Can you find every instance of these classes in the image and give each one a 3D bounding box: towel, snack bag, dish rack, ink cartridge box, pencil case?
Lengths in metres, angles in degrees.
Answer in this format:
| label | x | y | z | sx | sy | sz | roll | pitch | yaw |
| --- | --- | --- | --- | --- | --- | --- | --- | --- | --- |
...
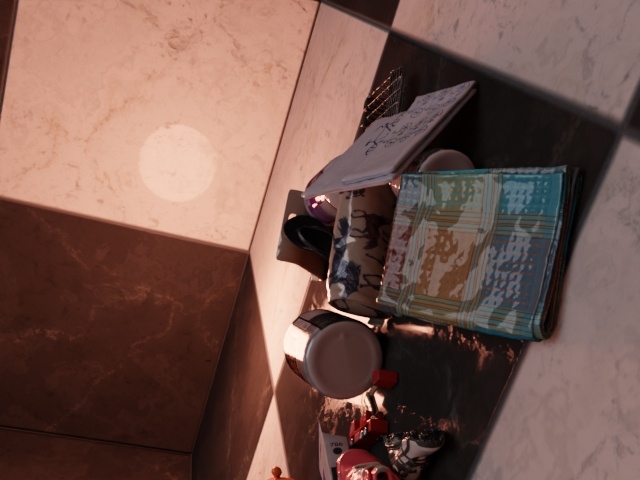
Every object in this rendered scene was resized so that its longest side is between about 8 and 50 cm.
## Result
| label | x | y | z | sx | sy | sz | roll | pitch | yaw |
| --- | --- | --- | --- | --- | --- | --- | --- | --- | --- |
| towel | 0.244 | 0.011 | 1.213 | 0.370 | 0.040 | 0.272 | 5 | 82 | 52 |
| snack bag | 0.141 | -0.215 | 1.588 | 0.323 | 0.037 | 0.342 | -47 | 21 | -26 |
| dish rack | 0.178 | -0.340 | 1.983 | 0.271 | 0.074 | 0.209 | 147 | 132 | -68 |
| ink cartridge box | 0.046 | 0.569 | 1.624 | 0.333 | 0.065 | 0.166 | -107 | 14 | -59 |
| pencil case | 0.117 | -0.008 | 1.754 | 0.159 | 0.183 | 0.411 | -9 | 66 | 42 |

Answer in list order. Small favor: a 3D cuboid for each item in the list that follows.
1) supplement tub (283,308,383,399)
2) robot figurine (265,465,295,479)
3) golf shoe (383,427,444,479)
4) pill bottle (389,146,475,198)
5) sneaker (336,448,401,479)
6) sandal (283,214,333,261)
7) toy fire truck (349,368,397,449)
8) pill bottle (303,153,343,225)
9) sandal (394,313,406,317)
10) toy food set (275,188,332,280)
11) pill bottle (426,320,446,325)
| label | x | y | z | sx | sy | sz | roll | pitch | yaw |
| --- | --- | --- | --- | --- | --- | --- | --- | --- | --- |
| supplement tub | 0.019 | 0.273 | 1.810 | 0.316 | 0.193 | 0.194 | 178 | 104 | -76 |
| robot figurine | -0.112 | 0.728 | 2.042 | 0.158 | 0.128 | 0.219 | -65 | 9 | -23 |
| golf shoe | 0.182 | 0.399 | 1.353 | 0.198 | 0.077 | 0.094 | 129 | 136 | -68 |
| pill bottle | 0.220 | -0.131 | 1.521 | 0.245 | 0.130 | 0.131 | -143 | 67 | -74 |
| sneaker | 0.115 | 0.468 | 1.381 | 0.314 | 0.115 | 0.136 | -136 | 38 | -64 |
| sandal | 0.001 | 0.000 | 2.067 | 0.097 | 0.254 | 0.054 | -57 | -24 | -6 |
| toy fire truck | 0.115 | 0.383 | 1.639 | 0.192 | 0.047 | 0.135 | 122 | 157 | -53 |
| pill bottle | 0.068 | -0.147 | 2.031 | 0.301 | 0.169 | 0.169 | 149 | 132 | -70 |
| sandal | 0.174 | 0.062 | 1.521 | 0.303 | 0.086 | 0.120 | 102 | -178 | -49 |
| toy food set | -0.049 | -0.009 | 2.270 | 0.306 | 0.092 | 0.220 | 38 | -119 | -67 |
| pill bottle | 0.230 | 0.044 | 1.352 | 0.117 | 0.117 | 0.215 | -153 | 77 | -75 |
